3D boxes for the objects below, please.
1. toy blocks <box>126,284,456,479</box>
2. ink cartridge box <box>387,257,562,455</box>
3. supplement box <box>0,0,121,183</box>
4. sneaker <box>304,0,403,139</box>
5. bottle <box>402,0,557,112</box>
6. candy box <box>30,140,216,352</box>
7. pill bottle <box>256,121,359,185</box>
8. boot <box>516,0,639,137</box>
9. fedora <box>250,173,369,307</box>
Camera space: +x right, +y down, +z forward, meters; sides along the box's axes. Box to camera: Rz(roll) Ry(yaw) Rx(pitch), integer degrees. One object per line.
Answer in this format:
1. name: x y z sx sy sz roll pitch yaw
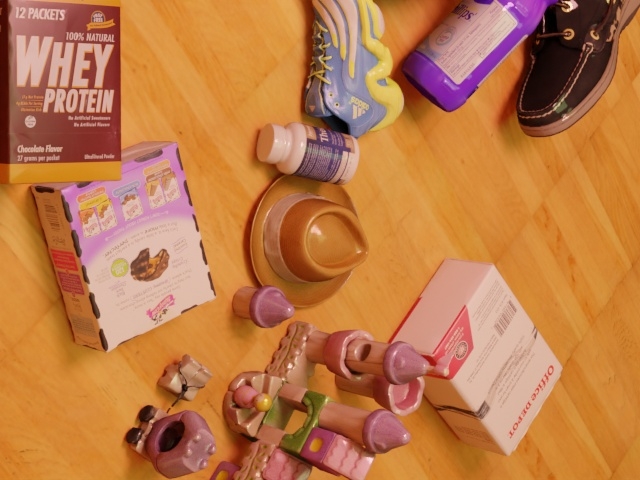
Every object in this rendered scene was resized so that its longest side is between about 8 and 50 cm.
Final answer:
1. toy blocks: -0.001 0.225 1.654 0.309 0.260 0.289 43 68 -37
2. ink cartridge box: 0.227 0.168 1.961 0.172 0.100 0.237 -54 126 -24
3. supplement box: -0.305 -0.159 1.372 0.129 0.191 0.194 -4 97 -42
4. sneaker: 0.026 -0.227 1.734 0.126 0.091 0.240 -45 123 -28
5. bottle: 0.236 -0.301 1.833 0.283 0.118 0.092 -46 110 4
6. candy box: -0.221 0.004 1.552 0.165 0.070 0.196 -26 112 -38
7. pill bottle: -0.017 -0.112 1.718 0.120 0.067 0.067 11 88 -28
8. boot: 0.333 -0.367 1.964 0.284 0.138 0.377 48 64 -35
9. fedora: 0.000 0.000 1.748 0.194 0.079 0.194 -7 101 -42
